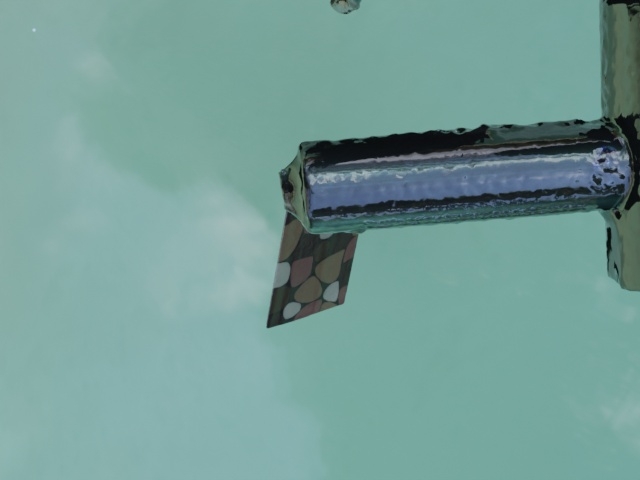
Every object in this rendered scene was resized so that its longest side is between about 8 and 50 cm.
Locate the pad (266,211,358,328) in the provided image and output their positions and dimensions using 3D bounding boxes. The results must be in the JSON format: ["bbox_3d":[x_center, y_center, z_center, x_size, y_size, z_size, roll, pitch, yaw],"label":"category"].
[{"bbox_3d":[0.000,0.000,1.636,0.158,0.003,0.235,-16,126,-45],"label":"pad"}]

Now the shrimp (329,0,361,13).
[{"bbox_3d":[0.021,-0.197,0.730,0.172,0.372,0.137,-31,88,33],"label":"shrimp"}]

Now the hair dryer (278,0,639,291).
[{"bbox_3d":[0.123,-0.088,0.703,0.302,0.116,0.244,-6,95,-6],"label":"hair dryer"}]
